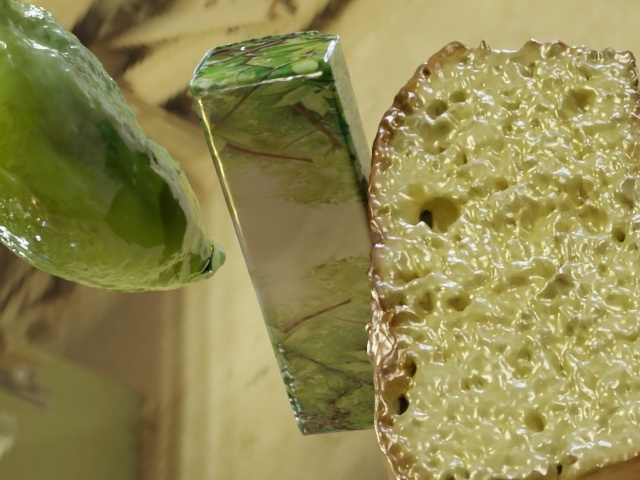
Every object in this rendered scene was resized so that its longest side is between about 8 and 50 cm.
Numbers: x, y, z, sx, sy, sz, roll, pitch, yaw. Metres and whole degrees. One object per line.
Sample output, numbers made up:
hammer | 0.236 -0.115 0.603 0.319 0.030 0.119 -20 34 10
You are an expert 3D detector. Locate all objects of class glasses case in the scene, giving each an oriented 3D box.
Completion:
glasses case | 0.000 0.000 1.109 0.095 0.272 0.062 -7 30 16

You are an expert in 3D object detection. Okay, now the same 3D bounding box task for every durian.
durian | -0.156 -0.052 1.085 0.101 0.250 0.139 -22 23 47

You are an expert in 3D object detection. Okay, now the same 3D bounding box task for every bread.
bread | 0.131 0.049 1.017 0.194 0.179 0.340 -11 49 13
